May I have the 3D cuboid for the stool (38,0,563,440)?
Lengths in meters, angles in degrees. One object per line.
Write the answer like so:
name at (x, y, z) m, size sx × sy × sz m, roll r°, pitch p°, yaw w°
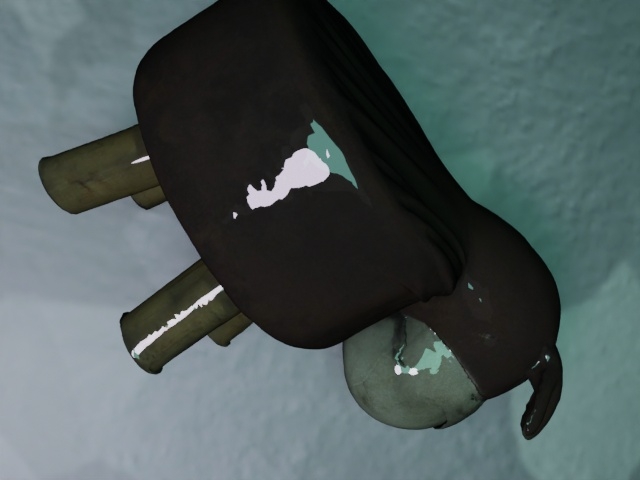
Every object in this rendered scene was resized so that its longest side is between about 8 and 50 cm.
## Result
stool at (0.000, 0.000, 0.390) m, size 0.121 × 0.125 × 0.217 m, roll -34°, pitch 113°, yaw 15°
